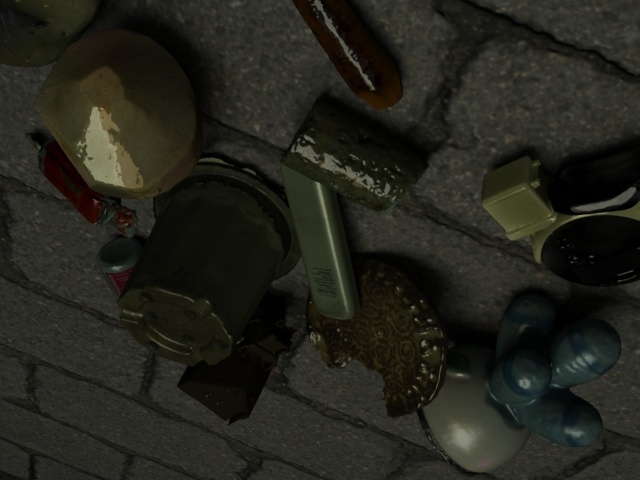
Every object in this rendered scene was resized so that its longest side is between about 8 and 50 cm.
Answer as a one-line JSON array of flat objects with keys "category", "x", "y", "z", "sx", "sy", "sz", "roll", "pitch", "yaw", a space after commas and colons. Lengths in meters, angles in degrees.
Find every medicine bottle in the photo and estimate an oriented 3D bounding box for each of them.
[{"category": "medicine bottle", "x": -0.365, "y": 0.097, "z": 1.302, "sx": 0.090, "sy": 0.090, "sz": 0.216, "roll": 4, "pitch": 135, "yaw": 17}]

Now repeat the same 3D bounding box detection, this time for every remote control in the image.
[{"category": "remote control", "x": 0.000, "y": 0.000, "z": 1.057, "sx": 0.090, "sy": 0.038, "sz": 0.309, "roll": 5, "pitch": 122, "yaw": 33}]

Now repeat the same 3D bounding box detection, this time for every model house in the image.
[{"category": "model house", "x": -0.150, "y": 0.191, "z": 1.221, "sx": 0.204, "sy": 0.211, "sz": 0.243, "roll": 38, "pitch": 139, "yaw": -19}]

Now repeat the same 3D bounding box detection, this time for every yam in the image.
[{"category": "yam", "x": 0.052, "y": -0.112, "z": 0.925, "sx": 0.194, "sy": 0.107, "sz": 0.107, "roll": 27, "pitch": 136, "yaw": -8}]

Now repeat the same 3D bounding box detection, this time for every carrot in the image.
[{"category": "carrot", "x": 0.001, "y": -0.292, "z": 0.797, "sx": 0.066, "sy": 0.066, "sz": 0.314, "roll": -20, "pitch": 123, "yaw": 35}]

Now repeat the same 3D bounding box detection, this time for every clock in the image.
[{"category": "clock", "x": 0.422, "y": -0.068, "z": 0.822, "sx": 0.276, "sy": 0.120, "sz": 0.379, "roll": 38, "pitch": 135, "yaw": -24}]

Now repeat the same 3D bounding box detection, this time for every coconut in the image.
[{"category": "coconut", "x": -0.264, "y": -0.171, "z": 0.895, "sx": 0.197, "sy": 0.237, "sz": 0.237, "roll": -29, "pitch": 128, "yaw": -9}]

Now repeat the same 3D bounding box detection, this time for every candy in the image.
[{"category": "candy", "x": -0.406, "y": -0.101, "z": 1.102, "sx": 0.292, "sy": 0.059, "sz": 0.086, "roll": 42, "pitch": 135, "yaw": 16}]

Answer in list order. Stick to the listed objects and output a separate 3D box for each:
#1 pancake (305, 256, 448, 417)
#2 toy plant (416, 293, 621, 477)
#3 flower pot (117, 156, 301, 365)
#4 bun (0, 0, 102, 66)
[{"category": "pancake", "x": 0.091, "y": 0.166, "z": 1.126, "sx": 0.288, "sy": 0.033, "sz": 0.286, "roll": -16, "pitch": 89, "yaw": 41}, {"category": "toy plant", "x": 0.343, "y": 0.228, "z": 1.070, "sx": 0.247, "sy": 0.247, "sz": 0.332, "roll": 36, "pitch": 132, "yaw": -15}, {"category": "flower pot", "x": -0.194, "y": 0.050, "z": 1.069, "sx": 0.290, "sy": 0.259, "sz": 0.290, "roll": 11, "pitch": 137, "yaw": 10}, {"category": "bun", "x": -0.423, "y": -0.343, "z": 0.840, "sx": 0.273, "sy": 0.168, "sz": 0.273, "roll": 10, "pitch": 143, "yaw": 8}]
